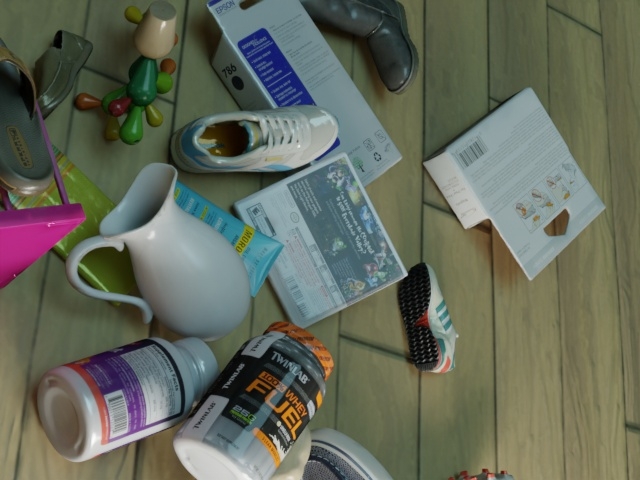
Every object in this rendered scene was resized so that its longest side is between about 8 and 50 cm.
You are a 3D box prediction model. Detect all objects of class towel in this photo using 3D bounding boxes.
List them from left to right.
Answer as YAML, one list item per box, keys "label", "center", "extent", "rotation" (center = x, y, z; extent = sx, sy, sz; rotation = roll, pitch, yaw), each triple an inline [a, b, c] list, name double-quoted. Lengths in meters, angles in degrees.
- label: "towel"
  center: [-0.304, -0.033, 1.528]
  extent: [0.237, 0.021, 0.102]
  rotation: [45, 55, -15]

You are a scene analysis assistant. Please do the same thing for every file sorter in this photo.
- label: "file sorter"
  center: [-0.435, -0.049, 1.301]
  extent: [0.290, 0.202, 0.182]
  rotation: [-9, 73, -43]

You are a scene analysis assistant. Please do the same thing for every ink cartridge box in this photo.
- label: "ink cartridge box"
  center: [-0.034, -0.209, 1.793]
  extent: [0.165, 0.065, 0.333]
  rotation: [-37, 97, -41]
- label: "ink cartridge box"
  center: [0.313, -0.088, 2.023]
  extent: [0.275, 0.060, 0.239]
  rotation: [-37, 96, -43]

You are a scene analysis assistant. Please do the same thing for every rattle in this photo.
- label: "rattle"
  center: [-0.056, 0.252, 1.570]
  extent: [0.143, 0.130, 0.200]
  rotation: [45, 19, -33]

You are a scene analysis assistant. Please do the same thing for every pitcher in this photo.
- label: "pitcher"
  center: [-0.188, 0.039, 1.508]
  extent: [0.178, 0.125, 0.207]
  rotation: [-40, 126, -10]

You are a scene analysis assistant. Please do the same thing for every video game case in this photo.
- label: "video game case"
  center: [0.000, 0.000, 1.705]
  extent: [0.173, 0.022, 0.190]
  rotation: [-26, 88, -15]

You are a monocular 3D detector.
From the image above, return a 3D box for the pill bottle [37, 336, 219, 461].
- label: "pill bottle"
  center: [-0.212, 0.171, 1.448]
  extent: [0.193, 0.108, 0.108]
  rotation: [-16, 81, -42]

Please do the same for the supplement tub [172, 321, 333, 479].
- label: "supplement tub"
  center: [-0.072, 0.191, 1.458]
  extent: [0.117, 0.117, 0.190]
  rotation: [45, 59, -14]

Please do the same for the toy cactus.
- label: "toy cactus"
  center: [-0.223, -0.229, 1.582]
  extent: [0.112, 0.180, 0.219]
  rotation: [22, 51, -6]

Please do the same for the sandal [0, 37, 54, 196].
- label: "sandal"
  center: [-0.322, -0.148, 1.273]
  extent: [0.090, 0.060, 0.219]
  rotation: [-13, 72, -45]

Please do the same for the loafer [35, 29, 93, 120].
- label: "loafer"
  center: [-0.328, -0.203, 1.562]
  extent: [0.050, 0.056, 0.148]
  rotation: [37, 42, -20]

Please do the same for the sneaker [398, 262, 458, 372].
- label: "sneaker"
  center: [0.158, 0.114, 1.819]
  extent: [0.075, 0.057, 0.161]
  rotation: [21, 56, -51]

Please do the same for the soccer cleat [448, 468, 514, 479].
- label: "soccer cleat"
  center: [0.188, 0.360, 1.723]
  extent: [0.196, 0.068, 0.076]
  rotation: [-11, 93, -40]

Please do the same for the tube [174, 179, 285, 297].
- label: "tube"
  center: [-0.143, -0.015, 1.629]
  extent: [0.207, 0.052, 0.080]
  rotation: [36, 83, -24]

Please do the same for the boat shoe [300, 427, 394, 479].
- label: "boat shoe"
  center: [0.043, 0.402, 1.535]
  extent: [0.158, 0.127, 0.340]
  rotation: [-34, 94, -50]

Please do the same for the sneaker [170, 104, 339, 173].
- label: "sneaker"
  center: [-0.075, -0.131, 1.664]
  extent: [0.228, 0.092, 0.087]
  rotation: [-12, 90, -22]

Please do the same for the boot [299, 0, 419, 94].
- label: "boot"
  center: [0.041, -0.321, 1.897]
  extent: [0.208, 0.076, 0.190]
  rotation: [19, 45, -40]
